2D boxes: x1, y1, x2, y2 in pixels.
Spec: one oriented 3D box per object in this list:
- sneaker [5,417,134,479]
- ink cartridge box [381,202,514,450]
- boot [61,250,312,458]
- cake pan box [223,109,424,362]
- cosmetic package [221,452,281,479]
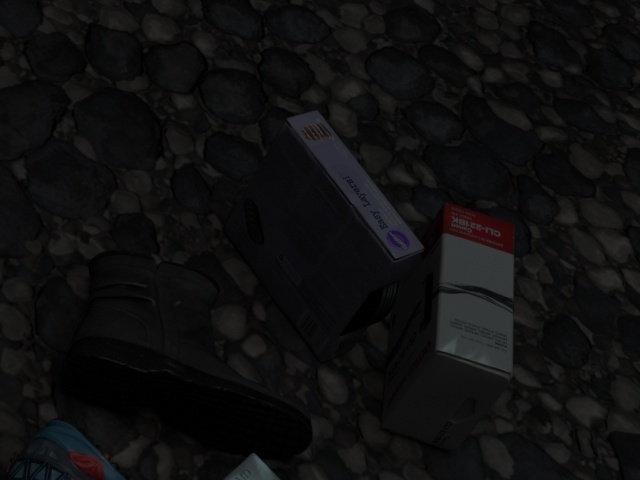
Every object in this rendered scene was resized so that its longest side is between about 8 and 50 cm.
[{"bbox_3d":[-0.257,0.330,1.616,0.262,0.104,0.125,39,62,19],"label":"sneaker"},{"bbox_3d":[0.176,0.119,1.934,0.114,0.197,0.273,17,46,-11],"label":"ink cartridge box"},{"bbox_3d":[-0.152,0.133,1.818,0.338,0.118,0.223,25,40,-12],"label":"boot"},{"bbox_3d":[0.000,0.000,1.911,0.070,0.246,0.267,-21,63,-38],"label":"cake pan box"},{"bbox_3d":[-0.048,0.376,1.652,0.231,0.085,0.117,45,48,6],"label":"cosmetic package"}]
